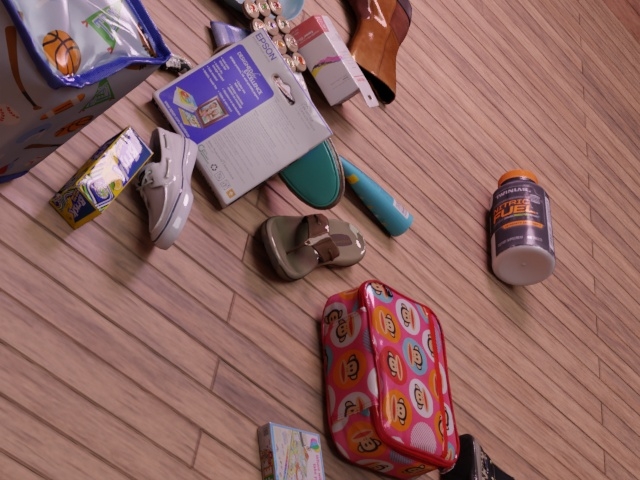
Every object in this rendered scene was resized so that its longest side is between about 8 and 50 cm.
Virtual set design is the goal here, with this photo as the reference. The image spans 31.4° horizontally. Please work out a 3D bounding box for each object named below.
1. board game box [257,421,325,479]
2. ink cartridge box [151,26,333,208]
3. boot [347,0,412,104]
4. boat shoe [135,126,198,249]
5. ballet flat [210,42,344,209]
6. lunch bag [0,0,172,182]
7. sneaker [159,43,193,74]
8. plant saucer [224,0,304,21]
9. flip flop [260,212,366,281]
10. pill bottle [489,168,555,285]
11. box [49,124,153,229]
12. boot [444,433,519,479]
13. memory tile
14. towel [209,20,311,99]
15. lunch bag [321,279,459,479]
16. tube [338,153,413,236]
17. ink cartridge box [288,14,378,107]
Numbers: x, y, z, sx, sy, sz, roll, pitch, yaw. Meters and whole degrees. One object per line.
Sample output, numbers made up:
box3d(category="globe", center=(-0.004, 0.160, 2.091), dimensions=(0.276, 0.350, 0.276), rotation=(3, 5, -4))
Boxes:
box3d(category="board game box", center=(-0.036, 0.339, 1.595), dimensions=(0.103, 0.026, 0.154), rotation=(23, 48, -42))
box3d(category="ink cartridge box", center=(-0.120, -0.191, 1.764), dimensions=(0.208, 0.045, 0.206), rotation=(-34, 94, -13))
box3d(category="boot", center=(0.074, -0.447, 2.316), dimensions=(0.264, 0.096, 0.280), rotation=(46, 42, -33))
box3d(category="boat shoe", center=(-0.230, -0.076, 1.625), dimensions=(0.075, 0.083, 0.226), rotation=(28, 32, -21))
box3d(category="ballet flat", center=(-0.061, -0.190, 1.849), dimensions=(0.316, 0.107, 0.106), rotation=(56, 8, -3))
box3d(category="lunch bag", center=(-0.418, -0.281, 1.298), dimensions=(0.239, 0.328, 0.385), rotation=(-28, 90, -55))
box3d(category="sneaker", center=(-0.239, -0.279, 1.803), dimensions=(0.083, 0.032, 0.037), rotation=(33, 55, -28))
box3d(category="plant saucer", center=(-0.153, -0.530, 2.091), dimensions=(0.317, 0.043, 0.318), rotation=(32, 43, -36))
box3d(category="flip flop", center=(0.000, 0.000, 1.852), dimensions=(0.277, 0.080, 0.112), rotation=(-3, 67, -54))
box3d(category="pill bottle", center=(0.420, -0.035, 2.388), dimensions=(0.130, 0.130, 0.246), rotation=(37, 39, -31))
box3d(category="box", center=(-0.295, -0.088, 1.550), dimensions=(0.054, 0.059, 0.169), rotation=(51, 35, -17))
box3d(category="boot", center=(0.280, 0.455, 1.871), dimensions=(0.178, 0.085, 0.236), rotation=(40, 38, -31))
box3d(category="memory tile", center=(-0.080, -0.362, 2.015), dimensions=(0.113, 0.012, 0.148), rotation=(-22, 88, -54))
box3d(category="towel", center=(-0.084, -0.239, 1.969), dimensions=(0.209, 0.034, 0.285), rotation=(8, 57, -48))
box3d(category="lunch bag", center=(0.122, 0.230, 1.816), dimensions=(0.258, 0.120, 0.293), rotation=(30, 45, -43))
box3d(category="tube", center=(0.085, -0.093, 2.059), dimensions=(0.207, 0.052, 0.080), rotation=(45, -4, -21))
box3d(category="ink cartridge box", center=(0.026, -0.318, 2.117), dimensions=(0.198, 0.067, 0.115), rotation=(58, 16, -1))
